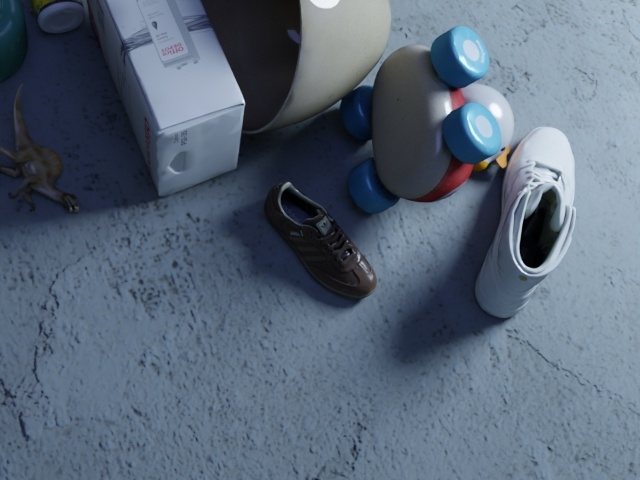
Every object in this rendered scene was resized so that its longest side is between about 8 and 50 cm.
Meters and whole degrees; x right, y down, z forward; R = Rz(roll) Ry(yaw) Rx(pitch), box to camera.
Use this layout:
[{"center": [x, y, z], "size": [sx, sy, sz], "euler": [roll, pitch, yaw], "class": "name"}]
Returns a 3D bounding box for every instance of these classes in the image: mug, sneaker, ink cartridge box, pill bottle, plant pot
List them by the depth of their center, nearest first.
[{"center": [-0.202, -0.228, 1.363], "size": [0.117, 0.207, 0.283], "euler": [-20, 75, -14], "class": "ink cartridge box"}, {"center": [-0.448, -0.267, 1.388], "size": [0.129, 0.097, 0.158], "euler": [1, 68, -11], "class": "mug"}, {"center": [0.000, 0.000, 1.388], "size": [0.188, 0.071, 0.066], "euler": [41, 67, 7], "class": "sneaker"}, {"center": [-0.020, -0.289, 1.405], "size": [0.190, 0.284, 0.284], "euler": [-9, 70, -32], "class": "plant pot"}, {"center": [0.297, -0.053, 1.417], "size": [0.108, 0.169, 0.293], "euler": [20, 65, -1], "class": "sneaker"}, {"center": [-0.364, -0.345, 1.454], "size": [0.065, 0.065, 0.116], "euler": [-15, 72, -16], "class": "pill bottle"}]

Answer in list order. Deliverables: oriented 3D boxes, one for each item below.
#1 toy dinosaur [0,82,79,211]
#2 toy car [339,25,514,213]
[{"center": [-0.378, -0.102, 1.374], "size": [0.092, 0.053, 0.183], "euler": [-25, 83, -35], "class": "toy dinosaur"}, {"center": [0.188, -0.140, 1.442], "size": [0.237, 0.219, 0.210], "euler": [11, 64, -38], "class": "toy car"}]
